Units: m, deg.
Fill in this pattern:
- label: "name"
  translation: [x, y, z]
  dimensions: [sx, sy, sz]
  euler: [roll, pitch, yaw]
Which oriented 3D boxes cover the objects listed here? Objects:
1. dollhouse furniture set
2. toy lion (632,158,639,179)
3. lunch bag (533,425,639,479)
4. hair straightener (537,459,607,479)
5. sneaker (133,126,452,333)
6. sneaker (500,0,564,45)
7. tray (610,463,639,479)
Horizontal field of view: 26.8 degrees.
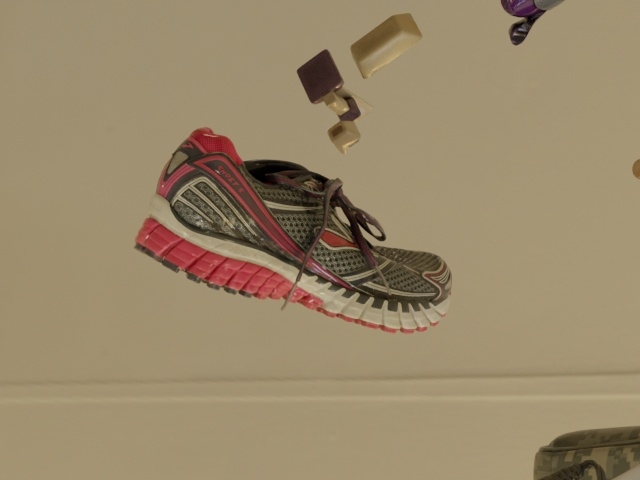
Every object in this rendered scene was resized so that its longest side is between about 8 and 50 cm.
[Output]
- label: "dollhouse furniture set"
  translation: [0.058, -0.136, 1.204]
  dimensions: [0.114, 0.081, 0.091]
  euler: [-34, -120, 18]
- label: "toy lion"
  translation: [0.389, -0.075, 1.427]
  dimensions: [0.096, 0.034, 0.100]
  euler: [42, -64, 25]
- label: "lunch bag"
  translation: [0.288, 0.243, 0.825]
  dimensions: [0.305, 0.212, 0.256]
  euler: [-11, -107, 42]
- label: "hair straightener"
  translation: [0.074, 0.201, 0.701]
  dimensions: [0.089, 0.047, 0.230]
  euler: [40, -72, -8]
- label: "sneaker"
  translation: [0.000, 0.000, 1.092]
  dimensions: [0.121, 0.299, 0.112]
  euler: [26, -83, 51]
- label: "sneaker"
  translation: [0.050, -0.193, 0.588]
  dimensions: [0.098, 0.083, 0.223]
  euler: [-39, -86, 20]
- label: "tray"
  translation: [0.101, 0.201, 0.463]
  dimensions: [0.145, 0.030, 0.270]
  euler: [-34, -152, 25]
